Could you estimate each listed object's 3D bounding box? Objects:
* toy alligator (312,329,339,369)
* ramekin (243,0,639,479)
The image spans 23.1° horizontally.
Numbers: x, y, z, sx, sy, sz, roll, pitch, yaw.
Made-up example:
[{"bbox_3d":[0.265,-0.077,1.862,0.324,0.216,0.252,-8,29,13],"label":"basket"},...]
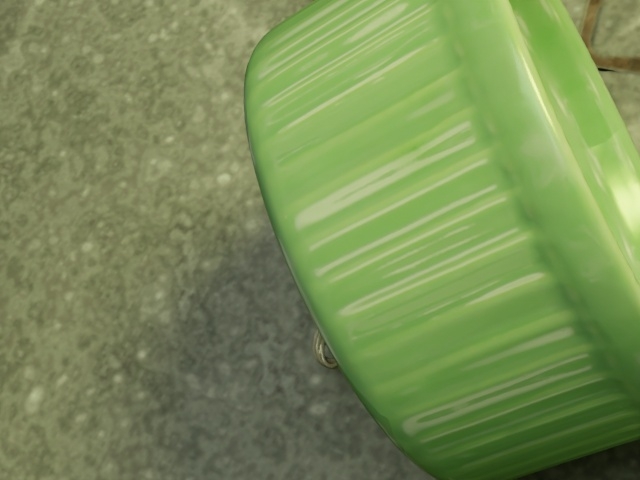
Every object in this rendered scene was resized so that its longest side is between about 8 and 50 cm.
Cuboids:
[{"bbox_3d":[0.000,0.000,1.003,0.051,0.056,0.189,-37,43,54],"label":"toy alligator"},{"bbox_3d":[0.086,-0.017,0.832,0.148,0.303,0.303,-26,56,17],"label":"ramekin"}]
